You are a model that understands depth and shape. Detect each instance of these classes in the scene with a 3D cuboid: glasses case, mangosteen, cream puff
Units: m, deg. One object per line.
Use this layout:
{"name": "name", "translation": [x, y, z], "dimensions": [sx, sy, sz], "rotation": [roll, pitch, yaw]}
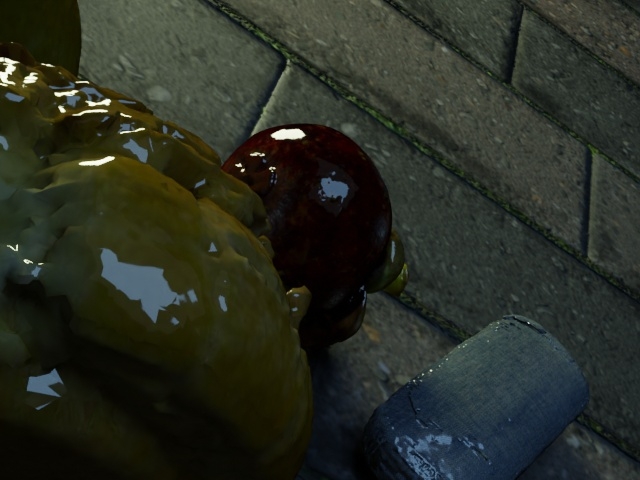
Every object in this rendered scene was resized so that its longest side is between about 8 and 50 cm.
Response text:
{"name": "glasses case", "translation": [0.130, 0.134, 1.056], "dimensions": [0.109, 0.067, 0.282], "rotation": [45, 35, 12]}
{"name": "mangosteen", "translation": [-0.011, -0.006, 1.033], "dimensions": [0.145, 0.156, 0.181], "rotation": [26, -4, 25]}
{"name": "cream puff", "translation": [-0.167, 0.030, 0.640], "dimensions": [0.327, 0.343, 0.231], "rotation": [41, 41, -38]}

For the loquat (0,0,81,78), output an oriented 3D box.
{"name": "loquat", "translation": [-0.259, -0.161, 0.895], "dimensions": [0.213, 0.213, 0.246], "rotation": [21, 40, -27]}
